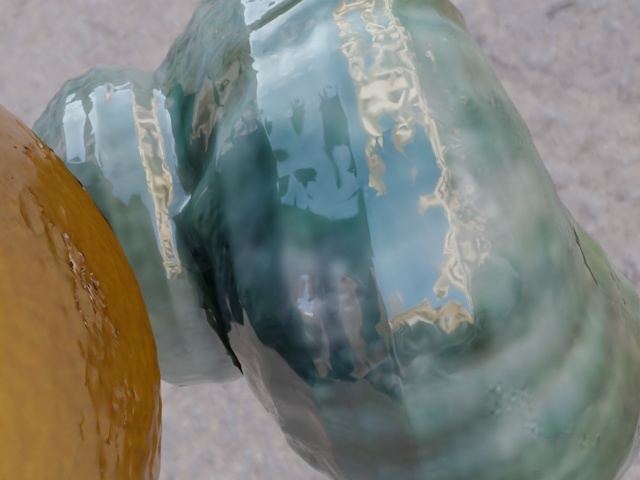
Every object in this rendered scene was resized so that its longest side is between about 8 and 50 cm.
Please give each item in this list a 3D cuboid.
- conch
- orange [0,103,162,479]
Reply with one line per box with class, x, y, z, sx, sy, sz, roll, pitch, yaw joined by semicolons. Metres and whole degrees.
conch;0.000;0.000;0.596;0.277;0.220;0.195;10;42;2
orange;-0.180;0.061;0.478;0.274;0.274;0.274;-13;52;18
